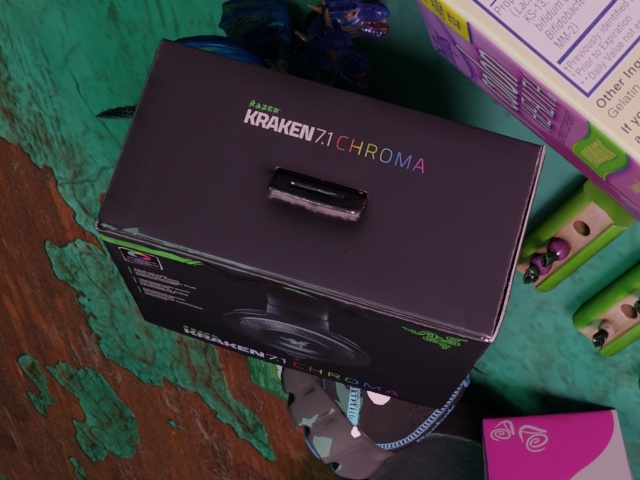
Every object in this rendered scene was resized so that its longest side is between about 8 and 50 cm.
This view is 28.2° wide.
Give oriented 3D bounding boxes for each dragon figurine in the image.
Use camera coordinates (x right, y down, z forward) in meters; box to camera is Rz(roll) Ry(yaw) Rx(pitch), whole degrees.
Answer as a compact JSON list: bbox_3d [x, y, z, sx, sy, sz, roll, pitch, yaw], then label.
[{"bbox_3d":[-0.060,-0.134,0.975,0.289,0.085,0.144,15,134,36],"label":"dragon figurine"}]

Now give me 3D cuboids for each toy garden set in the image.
[{"bbox_3d":[0.257,0.056,0.861,0.244,0.049,0.204,44,145,3],"label":"toy garden set"}]

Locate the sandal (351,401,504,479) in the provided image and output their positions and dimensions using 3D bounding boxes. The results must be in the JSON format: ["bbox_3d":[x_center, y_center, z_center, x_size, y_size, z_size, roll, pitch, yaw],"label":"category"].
[{"bbox_3d":[0.070,0.303,1.213,0.167,0.107,0.446,18,141,1],"label":"sandal"}]

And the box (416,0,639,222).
[{"bbox_3d":[0.176,-0.085,0.655,0.243,0.117,0.213,42,-175,7],"label":"box"}]

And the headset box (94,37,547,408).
[{"bbox_3d":[0.000,0.000,0.855,0.246,0.131,0.283,17,164,3],"label":"headset box"}]

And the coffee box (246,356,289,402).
[{"bbox_3d":[0.009,0.126,1.199,0.184,0.040,0.113,25,142,29],"label":"coffee box"}]

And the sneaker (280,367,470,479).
[{"bbox_3d":[-0.008,0.024,1.075,0.139,0.125,0.341,-36,83,15],"label":"sneaker"}]

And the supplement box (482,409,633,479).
[{"bbox_3d":[0.193,0.253,1.036,0.111,0.114,0.220,-4,130,5],"label":"supplement box"}]
